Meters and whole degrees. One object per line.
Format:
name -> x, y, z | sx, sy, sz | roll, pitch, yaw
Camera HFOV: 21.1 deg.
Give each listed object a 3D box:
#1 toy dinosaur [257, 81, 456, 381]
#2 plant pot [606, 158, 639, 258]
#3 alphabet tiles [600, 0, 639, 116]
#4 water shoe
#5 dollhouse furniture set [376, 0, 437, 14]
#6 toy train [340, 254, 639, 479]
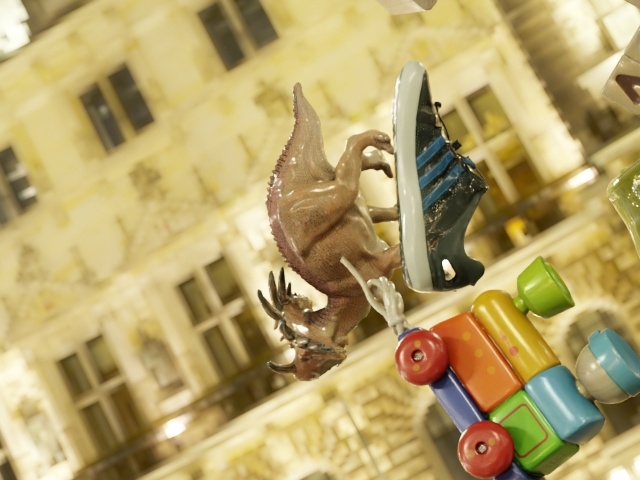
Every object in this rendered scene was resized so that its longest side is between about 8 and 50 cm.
toy dinosaur -> 0.000, 0.000, 1.715 | 0.200, 0.296, 0.127 | -25, 13, -4
plant pot -> 0.467, 0.018, 1.635 | 0.366, 0.353, 0.366 | -37, -5, -4
alphabet tiles -> 0.348, -0.198, 1.458 | 0.237, 0.198, 0.009 | -60, 1, 4
water shoe -> 0.105, -0.057, 1.499 | 0.080, 0.203, 0.073 | -3, 5, 0
dollhouse furniture set -> 0.020, -0.452, 1.750 | 0.256, 0.394, 0.362 | -53, 10, -1
toy train -> 0.129, 0.062, 1.311 | 0.143, 0.248, 0.105 | -40, -26, 12
